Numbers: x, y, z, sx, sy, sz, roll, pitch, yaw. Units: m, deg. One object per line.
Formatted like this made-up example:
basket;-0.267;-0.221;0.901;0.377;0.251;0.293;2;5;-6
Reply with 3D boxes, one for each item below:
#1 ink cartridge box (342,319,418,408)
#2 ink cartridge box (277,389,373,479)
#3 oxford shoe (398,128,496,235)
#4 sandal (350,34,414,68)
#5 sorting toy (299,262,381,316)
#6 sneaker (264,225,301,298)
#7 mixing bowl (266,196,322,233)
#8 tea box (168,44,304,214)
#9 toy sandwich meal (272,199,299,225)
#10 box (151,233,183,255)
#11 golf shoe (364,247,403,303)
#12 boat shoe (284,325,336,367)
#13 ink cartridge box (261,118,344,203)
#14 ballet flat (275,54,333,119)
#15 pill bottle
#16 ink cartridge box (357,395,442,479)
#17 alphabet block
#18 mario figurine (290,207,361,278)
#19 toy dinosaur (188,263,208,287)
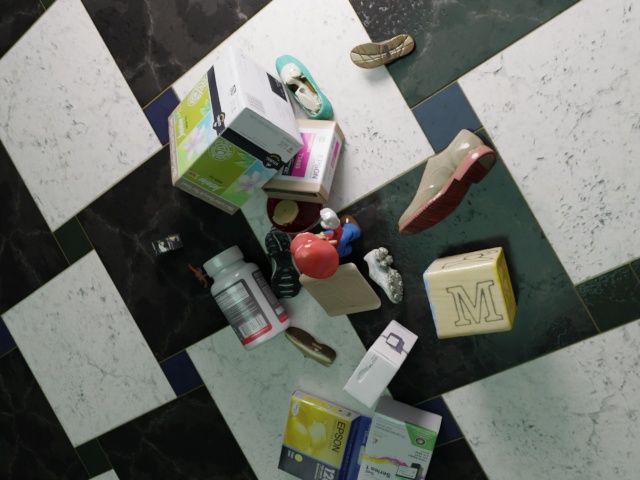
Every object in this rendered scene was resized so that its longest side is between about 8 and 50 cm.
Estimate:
ink cartridge box;0.182;0.363;1.714;0.100;0.237;0.172;34;112;12
ink cartridge box;0.022;0.696;1.950;0.307;0.072;0.303;17;108;20
oxford shoe;0.332;-0.156;1.625;0.348;0.123;0.130;-47;56;25
sandal;0.174;-0.531;1.628;0.180;0.049;0.072;-14;102;10
sorting toy;0.063;0.151;1.785;0.193;0.038;0.208;-14;133;25
sneaker;-0.113;0.066;1.858;0.100;0.108;0.271;-4;117;5
mixing bowl;-0.065;-0.103;1.778;0.181;0.098;0.181;-3;82;18
tea box;-0.257;-0.316;1.674;0.323;0.220;0.329;-42;42;25
toy sandwich meal;-0.101;-0.082;1.721;0.086;0.029;0.085;-7;68;18
box;-0.536;0.014;2.032;0.083;0.062;0.052;-18;93;25
golf shoe;0.192;0.110;1.762;0.086;0.069;0.176;-20;91;45
boat shoe;-0.043;0.358;1.905;0.190;0.068;0.072;32;123;13
ink cartridge box;-0.053;-0.237;1.704;0.193;0.088;0.234;6;71;21
ballet flat;-0.058;-0.459;1.714;0.083;0.087;0.247;-42;84;25
pill bottle;-0.246;0.183;1.886;0.176;0.176;0.318;-32;88;25
ink cartridge box;0.244;0.662;1.815;0.201;0.117;0.278;16;107;14
alphabet block;0.416;0.142;1.596;0.197;0.192;0.193;-12;99;26
mario figurine;0.000;0.000;1.663;0.170;0.320;0.198;-2;100;22
toy dinosaur;-0.418;0.129;2.004;0.047;0.090;0.082;-59;33;12
